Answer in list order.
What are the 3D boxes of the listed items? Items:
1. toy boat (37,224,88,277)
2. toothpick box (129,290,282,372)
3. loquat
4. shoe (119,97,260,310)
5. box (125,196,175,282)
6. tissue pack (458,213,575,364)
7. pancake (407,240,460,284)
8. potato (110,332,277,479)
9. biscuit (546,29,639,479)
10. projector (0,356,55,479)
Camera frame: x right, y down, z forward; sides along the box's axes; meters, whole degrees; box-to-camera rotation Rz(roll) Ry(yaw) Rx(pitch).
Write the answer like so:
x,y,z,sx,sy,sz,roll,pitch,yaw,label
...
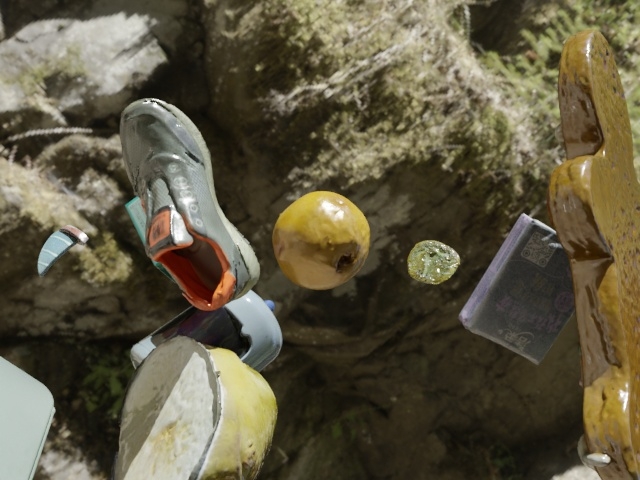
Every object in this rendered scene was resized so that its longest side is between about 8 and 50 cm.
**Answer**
x,y,z,sx,sy,sz,roll,pitch,yaw,label
-0.553,0.019,1.464,0.096,0.122,0.034,22,-36,34,toy boat
-0.249,0.259,1.704,0.263,0.355,0.263,40,-28,26,toothpick box
0.000,0.000,1.476,0.208,0.208,0.208,48,-7,8,loquat
-0.213,-0.036,1.018,0.336,0.132,0.171,64,16,-13,shoe
-0.354,-0.037,1.700,0.245,0.153,0.092,54,2,41,box
0.255,0.060,0.857,0.112,0.156,0.051,27,12,-10,tissue pack
0.217,0.043,1.375,0.108,0.108,0.017,43,-20,38,pancake
-0.162,0.299,1.029,0.196,0.246,0.299,35,31,-33,potato
0.278,0.005,0.698,0.283,0.064,0.431,5,77,-54,biscuit
-0.425,0.201,0.740,0.250,0.108,0.198,47,24,-32,projector
